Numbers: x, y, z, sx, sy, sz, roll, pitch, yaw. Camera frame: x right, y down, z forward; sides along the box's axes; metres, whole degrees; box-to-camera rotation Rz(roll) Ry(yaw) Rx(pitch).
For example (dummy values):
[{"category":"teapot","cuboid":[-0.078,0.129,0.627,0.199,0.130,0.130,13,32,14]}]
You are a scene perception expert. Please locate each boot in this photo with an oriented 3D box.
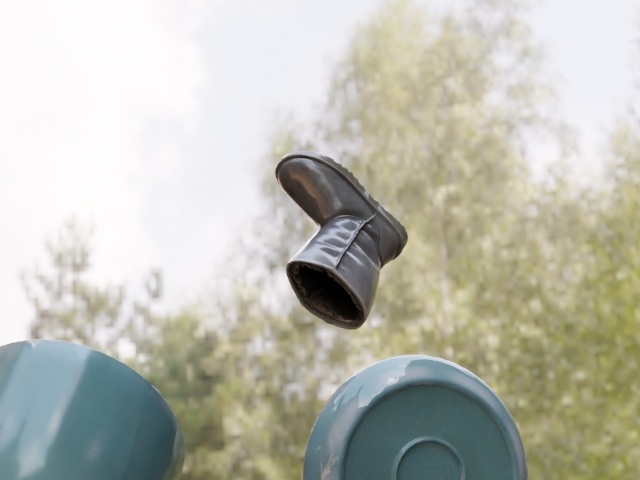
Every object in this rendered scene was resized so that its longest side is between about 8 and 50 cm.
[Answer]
[{"category":"boot","cuboid":[0.000,-0.002,1.968,0.190,0.208,0.076,34,-56,5]}]

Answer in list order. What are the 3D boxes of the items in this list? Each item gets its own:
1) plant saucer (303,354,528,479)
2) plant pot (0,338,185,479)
[{"category":"plant saucer","cuboid":[0.132,0.303,2.301,0.318,0.317,0.044,9,-10,-20]},{"category":"plant pot","cuboid":[-0.330,0.301,2.110,0.293,0.235,0.293,7,-54,9]}]
